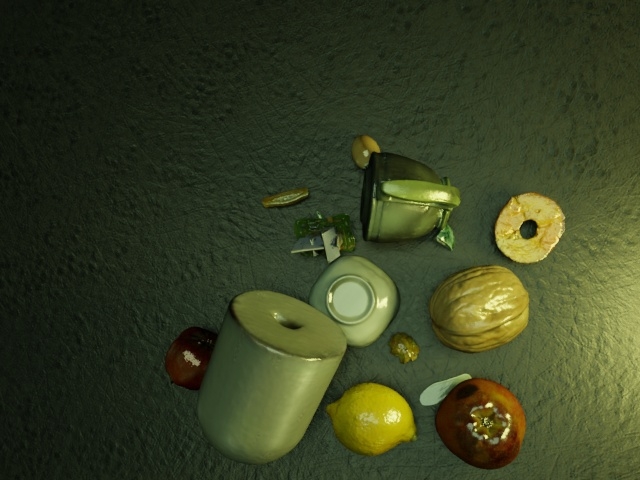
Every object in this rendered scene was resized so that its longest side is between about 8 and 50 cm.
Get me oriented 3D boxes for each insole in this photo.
[{"bbox_3d":[0.336,0.400,1.888,0.152,0.002,0.053,-22,81,5],"label":"insole"}]

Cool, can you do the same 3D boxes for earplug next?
[{"bbox_3d":[-0.149,0.365,1.782,0.312,0.312,0.394,27,108,10],"label":"earplug"}]

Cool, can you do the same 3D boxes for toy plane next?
[{"bbox_3d":[0.016,-0.035,1.961,0.102,0.040,0.111,-28,99,2],"label":"toy plane"}]

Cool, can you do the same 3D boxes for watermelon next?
[{"bbox_3d":[0.328,-0.009,1.913,0.061,0.085,0.085,-20,79,40],"label":"watermelon"}]

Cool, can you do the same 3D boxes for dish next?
[{"bbox_3d":[0.085,0.161,1.894,0.256,0.117,0.256,-1,82,7],"label":"dish"}]

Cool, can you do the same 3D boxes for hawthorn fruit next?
[{"bbox_3d":[-0.352,0.335,1.921,0.157,0.157,0.194,45,111,10],"label":"hawthorn fruit"}]

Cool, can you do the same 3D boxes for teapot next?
[{"bbox_3d":[0.231,-0.128,1.818,0.239,0.322,0.240,4,60,-1],"label":"teapot"}]

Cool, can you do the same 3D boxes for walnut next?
[{"bbox_3d":[0.409,0.175,1.802,0.260,0.225,0.225,-19,81,0],"label":"walnut"}]

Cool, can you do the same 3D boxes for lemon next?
[{"bbox_3d":[0.133,0.462,1.818,0.244,0.187,0.187,11,85,9],"label":"lemon"}]

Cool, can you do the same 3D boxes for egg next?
[{"bbox_3d":[0.123,-0.248,1.956,0.080,0.080,0.096,-26,82,4],"label":"egg"}]

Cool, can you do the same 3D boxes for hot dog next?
[{"bbox_3d":[-0.098,-0.117,1.996,0.137,0.028,0.044,-14,56,3],"label":"hot dog"}]

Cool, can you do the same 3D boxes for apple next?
[{"bbox_3d":[0.408,0.460,1.766,0.229,0.230,0.230,-1,83,8],"label":"apple"}]

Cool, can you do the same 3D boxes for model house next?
[{"bbox_3d":[0.000,0.000,1.907,0.167,0.088,0.117,-5,109,16],"label":"model house"}]

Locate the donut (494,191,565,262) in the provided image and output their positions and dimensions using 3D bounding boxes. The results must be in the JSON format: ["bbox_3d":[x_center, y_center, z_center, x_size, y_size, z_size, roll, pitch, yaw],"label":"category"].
[{"bbox_3d":[0.552,-0.031,1.876,0.174,0.074,0.190,17,90,8],"label":"donut"}]

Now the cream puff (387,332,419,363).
[{"bbox_3d":[0.224,0.288,1.888,0.083,0.058,0.083,-9,80,5],"label":"cream puff"}]
